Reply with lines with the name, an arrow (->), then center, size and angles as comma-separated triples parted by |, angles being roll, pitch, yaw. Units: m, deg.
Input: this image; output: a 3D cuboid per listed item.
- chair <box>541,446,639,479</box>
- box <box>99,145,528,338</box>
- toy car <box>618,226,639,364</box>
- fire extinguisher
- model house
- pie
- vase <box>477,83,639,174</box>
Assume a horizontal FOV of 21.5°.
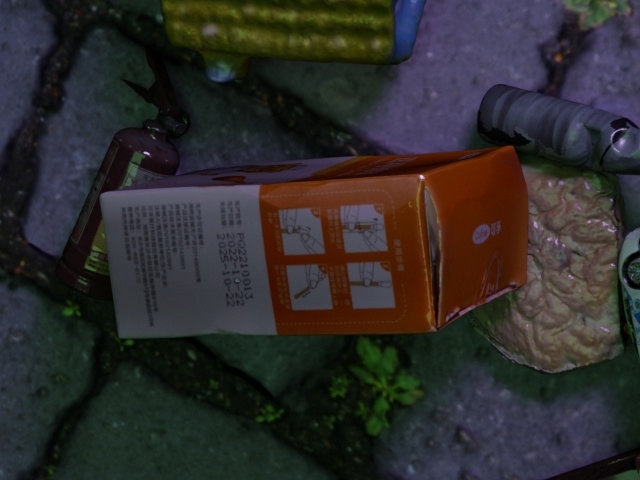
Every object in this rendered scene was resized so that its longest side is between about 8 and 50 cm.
chair -> 0.342, 0.253, 1.552 | 0.319, 0.186, 0.160 | -22, 86, 21
box -> 0.000, 0.000, 1.568 | 0.341, 0.225, 0.143 | -4, 98, 28
toy car -> 0.319, 0.078, 1.575 | 0.058, 0.093, 0.186 | -23, 76, 39
fire extinguisher -> -0.204, -0.071, 1.724 | 0.106, 0.075, 0.252 | 28, 105, 12
model house -> -0.024, -0.295, 1.574 | 0.237, 0.215, 0.303 | 7, 105, 16
pie -> 0.209, 0.020, 1.624 | 0.185, 0.052, 0.218 | 0, 99, 16
vase -> 0.248, -0.094, 1.562 | 0.211, 0.060, 0.060 | 19, 104, 31
